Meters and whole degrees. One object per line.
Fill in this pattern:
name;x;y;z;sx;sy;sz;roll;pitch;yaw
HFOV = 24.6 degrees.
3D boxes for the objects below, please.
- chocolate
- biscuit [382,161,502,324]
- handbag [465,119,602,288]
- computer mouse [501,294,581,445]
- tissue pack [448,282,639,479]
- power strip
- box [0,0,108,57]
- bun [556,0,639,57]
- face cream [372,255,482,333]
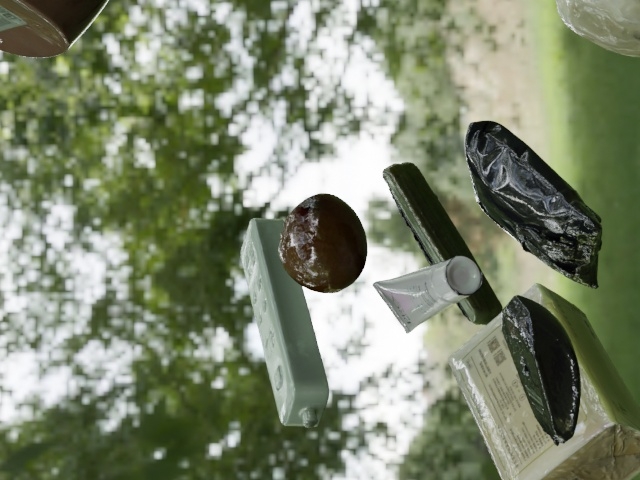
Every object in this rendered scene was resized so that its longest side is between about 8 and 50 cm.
chocolate;0.000;0.000;2.009;0.124;0.127;0.133;-52;-38;-14
biscuit;0.209;0.002;2.503;0.099;0.038;0.322;-12;-114;-48
handbag;0.271;-0.038;1.846;0.089;0.211;0.254;-47;-18;-8
computer mouse;0.235;0.129;1.510;0.099;0.057;0.172;-140;29;-70
tissue pack;0.267;0.189;1.700;0.125;0.159;0.234;33;-157;-38
power strip;-0.055;0.123;2.181;0.385;0.062;0.091;-106;26;-44
box;-0.378;-0.373;1.832;0.301;0.301;0.216;68;-139;-68
bun;0.276;-0.199;1.150;0.183;0.183;0.102;6;-120;-81
face cream;0.148;0.073;2.077;0.092;0.058;0.243;57;154;0
